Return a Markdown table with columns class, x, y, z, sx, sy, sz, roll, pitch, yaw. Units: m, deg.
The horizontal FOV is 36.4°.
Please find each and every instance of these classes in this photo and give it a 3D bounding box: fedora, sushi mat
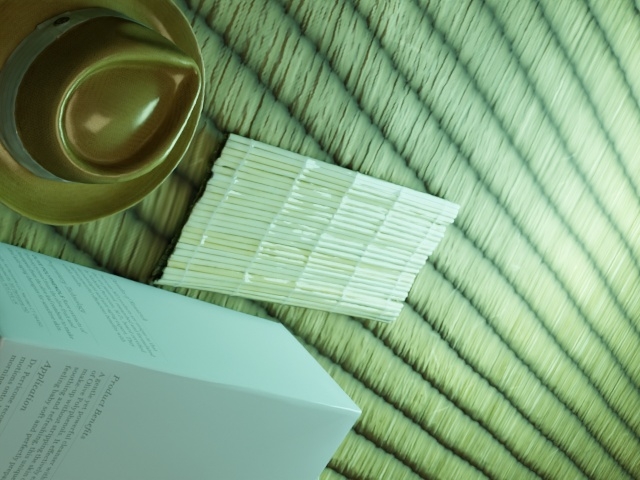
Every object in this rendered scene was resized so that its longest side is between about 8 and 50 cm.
| class | x | y | z | sx | sy | sz | roll | pitch | yaw |
| --- | --- | --- | --- | --- | --- | --- | --- | --- | --- |
| fedora | -0.146 | -0.095 | 0.668 | 0.194 | 0.079 | 0.194 | -15 | 113 | -39 |
| sushi mat | 0.000 | 0.000 | 0.925 | 0.317 | 0.019 | 0.151 | 13 | 109 | -43 |

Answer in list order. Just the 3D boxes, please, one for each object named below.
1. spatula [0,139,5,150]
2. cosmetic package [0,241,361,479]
| class | x | y | z | sx | sy | sz | roll | pitch | yaw |
| --- | --- | --- | --- | --- | --- | --- | --- | --- | --- |
| spatula | -0.231 | -0.068 | 0.682 | 0.297 | 0.030 | 0.084 | -6 | 124 | -36 |
| cosmetic package | -0.166 | 0.147 | 0.796 | 0.366 | 0.155 | 0.197 | 23 | 105 | -46 |
